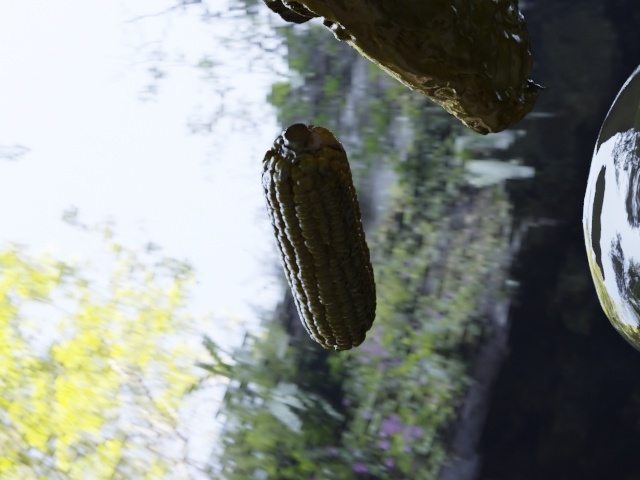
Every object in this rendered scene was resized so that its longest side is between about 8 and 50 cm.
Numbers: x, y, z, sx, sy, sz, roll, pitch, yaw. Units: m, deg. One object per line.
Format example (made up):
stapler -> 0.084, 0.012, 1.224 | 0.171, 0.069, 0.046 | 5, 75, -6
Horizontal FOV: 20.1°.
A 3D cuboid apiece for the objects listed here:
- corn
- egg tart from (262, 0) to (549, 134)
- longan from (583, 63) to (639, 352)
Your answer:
corn -> 0.000, 0.000, 1.314 | 0.068, 0.068, 0.207 | -32, -45, -21
egg tart -> 0.033, -0.205, 1.321 | 0.153, 0.339, 0.351 | -61, -20, 13
longan -> 0.263, -0.030, 1.054 | 0.248, 0.248, 0.248 | -2, -84, -26
